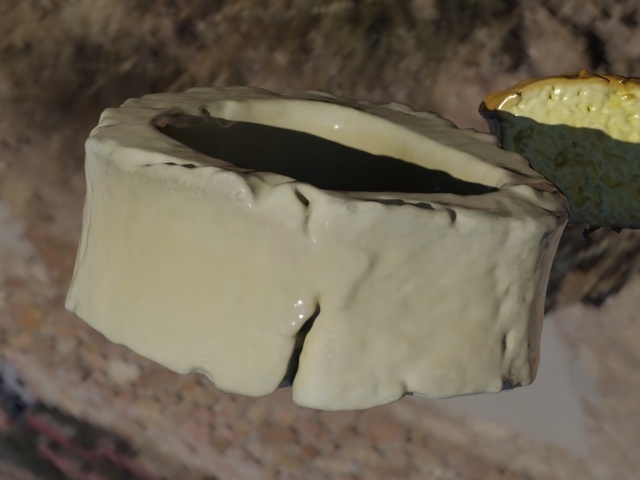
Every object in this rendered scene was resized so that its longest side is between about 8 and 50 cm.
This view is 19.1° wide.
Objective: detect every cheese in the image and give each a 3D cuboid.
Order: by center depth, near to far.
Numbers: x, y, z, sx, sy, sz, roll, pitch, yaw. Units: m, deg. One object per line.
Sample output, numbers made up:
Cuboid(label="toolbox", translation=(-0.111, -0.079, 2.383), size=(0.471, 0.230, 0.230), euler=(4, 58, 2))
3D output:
Cuboid(label="cheese", translation=(-0.002, 0.003, 1.330), size=(0.332, 0.292, 0.153), euler=(20, 111, 39))

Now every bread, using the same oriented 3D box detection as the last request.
Cuboid(label="bread", translation=(0.233, -0.069, 1.601), size=(0.229, 0.143, 0.139), euler=(5, 179, -13))
